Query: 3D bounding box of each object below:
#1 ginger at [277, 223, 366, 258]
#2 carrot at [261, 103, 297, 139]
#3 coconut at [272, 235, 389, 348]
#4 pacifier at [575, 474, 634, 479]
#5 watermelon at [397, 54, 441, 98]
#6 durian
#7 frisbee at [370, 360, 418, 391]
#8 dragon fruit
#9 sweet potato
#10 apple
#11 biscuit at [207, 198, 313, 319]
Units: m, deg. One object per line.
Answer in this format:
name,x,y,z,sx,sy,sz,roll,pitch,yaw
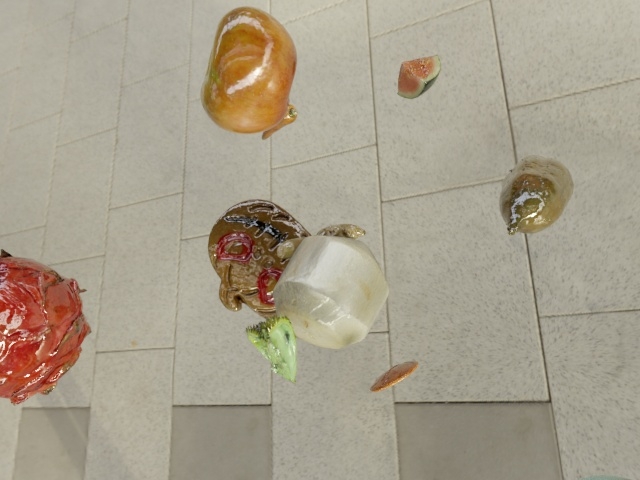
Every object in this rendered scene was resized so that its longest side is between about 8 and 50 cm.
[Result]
ginger,-0.004,0.000,1.186,0.214,0.133,0.058,-11,82,-19
carrot,-0.145,-0.381,1.525,0.257,0.061,0.061,-13,68,59
coconut,0.032,0.100,1.059,0.238,0.237,0.265,9,51,27
pacifier,0.376,0.400,0.492,0.289,0.343,0.269,-20,75,8
watermelon,0.231,-0.409,1.182,0.135,0.094,0.125,-28,37,51
durian,-0.087,0.196,0.893,0.086,0.215,0.100,-26,48,-3
frisbee,0.250,0.462,1.627,0.192,0.192,0.035,-33,83,15
dragon fruit,-0.519,0.148,0.798,0.241,0.252,0.240,-11,59,20
sweet potato,0.497,-0.109,1.085,0.158,0.370,0.157,11,115,24
apple,-0.133,-0.322,0.915,0.235,0.173,0.210,134,146,-59
biscuit,-0.158,0.067,1.314,0.367,0.063,0.314,46,73,2
